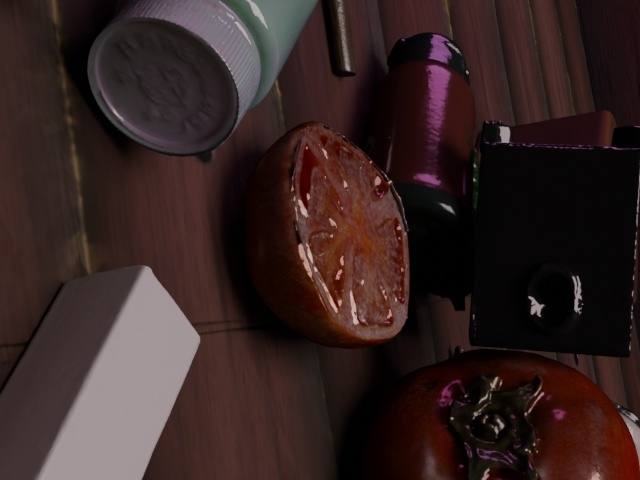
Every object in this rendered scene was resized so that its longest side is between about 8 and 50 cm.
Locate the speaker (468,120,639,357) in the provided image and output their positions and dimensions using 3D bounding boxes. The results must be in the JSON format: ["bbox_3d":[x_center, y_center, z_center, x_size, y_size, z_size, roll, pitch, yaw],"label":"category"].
[{"bbox_3d":[0.271,0.004,1.079,0.232,0.184,0.254,18,76,-75],"label":"speaker"}]

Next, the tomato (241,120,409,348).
[{"bbox_3d":[0.000,0.000,0.914,0.236,0.095,0.237,31,52,-51],"label":"tomato"}]

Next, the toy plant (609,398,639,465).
[{"bbox_3d":[0.344,0.407,1.316,0.247,0.247,0.332,63,37,-29],"label":"toy plant"}]

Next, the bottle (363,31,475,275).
[{"bbox_3d":[0.124,-0.127,1.155,0.144,0.144,0.336,52,36,-41],"label":"bottle"}]

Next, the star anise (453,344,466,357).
[{"bbox_3d":[0.231,0.242,1.328,0.140,0.144,0.158,2,63,-17],"label":"star anise"}]

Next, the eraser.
[{"bbox_3d":[-0.165,0.149,0.552,0.078,0.076,0.298,59,33,-35],"label":"eraser"}]

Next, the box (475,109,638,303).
[{"bbox_3d":[0.393,-0.040,1.546,0.239,0.229,0.339,64,31,-29],"label":"box"}]

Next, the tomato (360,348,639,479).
[{"bbox_3d":[0.200,0.282,1.002,0.325,0.293,0.290,-76,159,-49],"label":"tomato"}]

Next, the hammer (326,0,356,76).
[{"bbox_3d":[0.011,-0.383,1.153,0.111,0.043,0.366,5,77,-64],"label":"hammer"}]

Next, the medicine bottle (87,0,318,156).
[{"bbox_3d":[-0.088,-0.182,0.760,0.139,0.139,0.225,61,31,-31],"label":"medicine bottle"}]

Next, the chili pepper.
[{"bbox_3d":[0.178,-0.028,1.265,0.136,0.099,0.271,74,17,-60],"label":"chili pepper"}]
